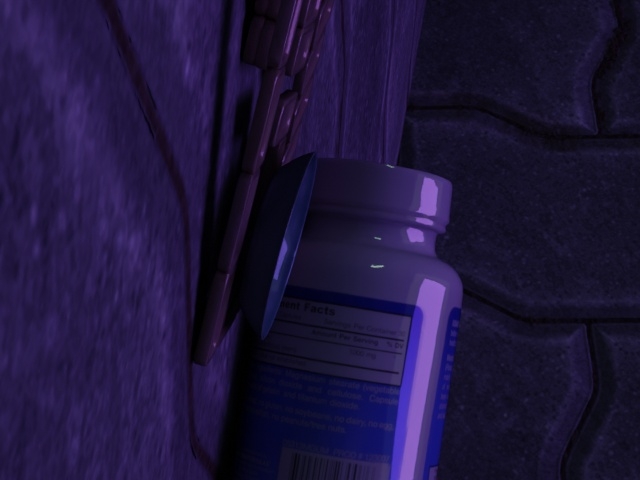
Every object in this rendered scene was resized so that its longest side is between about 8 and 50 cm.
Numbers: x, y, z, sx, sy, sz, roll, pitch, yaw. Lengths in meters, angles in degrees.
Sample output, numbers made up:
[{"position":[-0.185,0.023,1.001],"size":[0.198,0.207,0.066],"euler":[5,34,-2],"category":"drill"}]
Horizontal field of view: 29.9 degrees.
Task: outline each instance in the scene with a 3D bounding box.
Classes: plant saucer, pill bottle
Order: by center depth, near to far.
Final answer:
[{"position":[-0.028,0.001,0.731],"size":[0.119,0.021,0.119],"euler":[15,90,-86],"category":"plant saucer"},{"position":[0.023,0.082,0.885],"size":[0.152,0.152,0.272],"euler":[45,54,-83],"category":"pill bottle"}]

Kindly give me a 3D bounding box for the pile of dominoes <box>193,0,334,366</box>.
[{"position":[-0.040,-0.073,0.730],"size":[0.196,0.040,0.251],"euler":[-64,170,-74],"category":"pile of dominoes"}]
